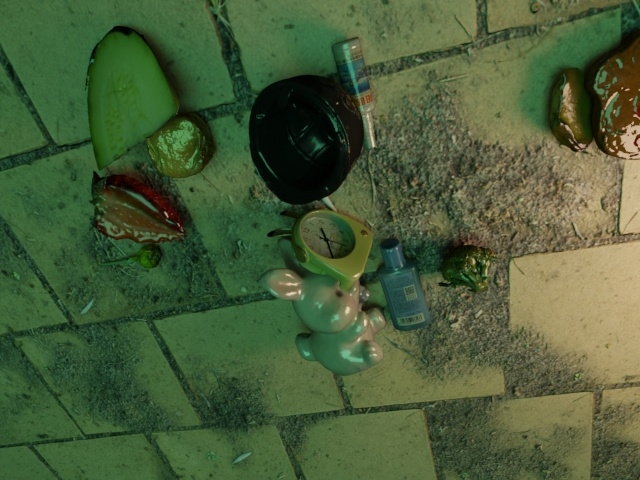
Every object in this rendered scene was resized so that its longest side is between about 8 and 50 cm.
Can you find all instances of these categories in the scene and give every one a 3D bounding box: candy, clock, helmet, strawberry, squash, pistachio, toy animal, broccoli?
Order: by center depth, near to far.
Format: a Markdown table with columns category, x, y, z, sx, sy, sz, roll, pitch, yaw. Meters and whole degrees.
| category | x | y | z | sx | sy | sz | roll | pitch | yaw |
| --- | --- | --- | --- | --- | --- | --- | --- | --- | --- |
| pistachio | 0.494 | -0.257 | 0.844 | 0.089 | 0.049 | 0.173 | -30 | 112 | -6 |
| helmet | -0.017 | -0.211 | 0.855 | 0.230 | 0.160 | 0.279 | 45 | 144 | 1 |
| squash | -0.412 | -0.300 | 0.857 | 0.236 | 0.204 | 0.155 | -24 | 137 | 19 |
| clock | 0.000 | 0.000 | 0.979 | 0.231 | 0.170 | 0.069 | 27 | 140 | -2 |
| broccoli | 0.351 | 0.068 | 1.001 | 0.131 | 0.120 | 0.130 | -11 | 146 | -24 |
| strawberry | -0.428 | -0.083 | 1.011 | 0.228 | 0.098 | 0.175 | 9 | 121 | -3 |
| toy animal | -0.003 | 0.168 | 1.052 | 0.241 | 0.196 | 0.368 | -21 | 117 | 18 |
| candy | -0.511 | 0.053 | 1.128 | 0.193 | 0.058 | 0.062 | -10 | 77 | 20 |

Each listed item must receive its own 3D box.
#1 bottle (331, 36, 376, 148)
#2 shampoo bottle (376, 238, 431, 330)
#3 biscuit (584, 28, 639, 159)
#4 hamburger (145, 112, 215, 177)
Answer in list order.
| category | x | y | z | sx | sy | sz | roll | pitch | yaw |
| --- | --- | --- | --- | --- | --- | --- | --- | --- | --- |
| bottle | 0.077 | -0.295 | 0.863 | 0.060 | 0.060 | 0.217 | -12 | 118 | 12 |
| shampoo bottle | 0.207 | 0.114 | 1.073 | 0.103 | 0.061 | 0.259 | -13 | 117 | 14 |
| biscuit | 0.655 | -0.283 | 0.795 | 0.272 | 0.049 | 0.257 | -24 | 113 | 7 |
| hamburger | -0.313 | -0.210 | 0.936 | 0.147 | 0.083 | 0.138 | -7 | 114 | 8 |
